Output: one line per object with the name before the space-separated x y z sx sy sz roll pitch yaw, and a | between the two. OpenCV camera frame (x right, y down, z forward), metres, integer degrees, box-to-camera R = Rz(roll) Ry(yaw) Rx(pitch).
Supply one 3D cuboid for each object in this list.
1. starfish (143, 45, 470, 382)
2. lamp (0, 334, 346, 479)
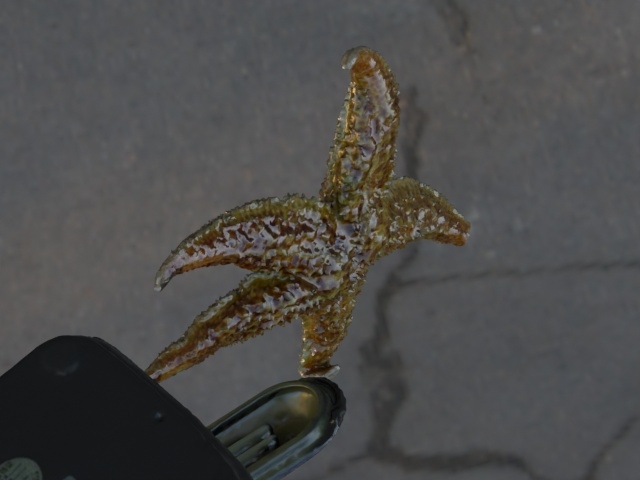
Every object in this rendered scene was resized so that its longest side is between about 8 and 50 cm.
starfish | 0.001 0.001 0.976 0.227 0.043 0.240 -29 143 -37
lamp | -0.056 0.109 0.754 0.203 0.124 0.283 -41 167 -12
